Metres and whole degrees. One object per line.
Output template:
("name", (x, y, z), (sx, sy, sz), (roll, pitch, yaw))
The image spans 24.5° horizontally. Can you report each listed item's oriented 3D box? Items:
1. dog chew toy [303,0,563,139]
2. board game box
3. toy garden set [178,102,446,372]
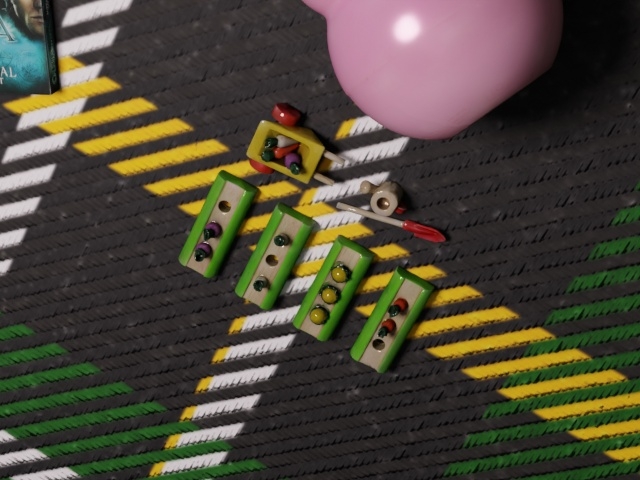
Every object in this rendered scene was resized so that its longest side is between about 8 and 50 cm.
("dog chew toy", (0.060, -0.253, 1.269), (0.207, 0.206, 0.332), (-34, 91, 23))
("board game box", (-0.357, -0.211, 1.475), (0.186, 0.026, 0.126), (2, 112, 13))
("toy garden set", (0.000, 0.000, 1.456), (0.244, 0.049, 0.203), (28, 115, 2))
